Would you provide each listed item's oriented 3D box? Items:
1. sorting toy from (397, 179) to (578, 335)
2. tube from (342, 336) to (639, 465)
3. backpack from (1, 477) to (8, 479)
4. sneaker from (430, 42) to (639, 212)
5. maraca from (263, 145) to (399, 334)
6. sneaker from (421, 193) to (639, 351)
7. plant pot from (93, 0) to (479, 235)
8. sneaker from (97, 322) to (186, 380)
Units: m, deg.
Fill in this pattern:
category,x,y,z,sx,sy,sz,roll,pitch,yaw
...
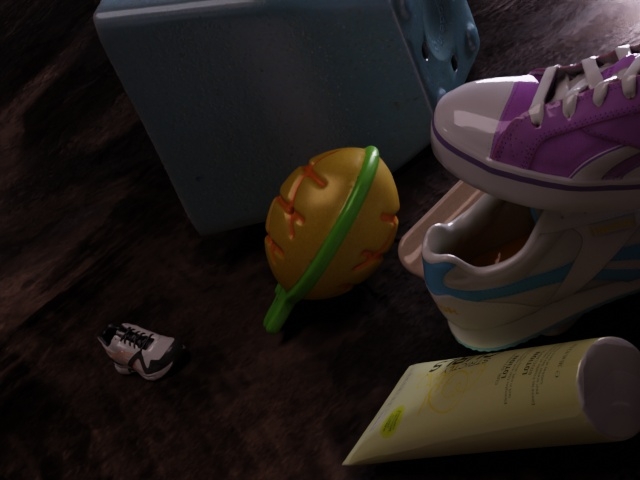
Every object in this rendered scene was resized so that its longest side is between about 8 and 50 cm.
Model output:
category,x,y,z,sx,sy,sz,roll,pitch,yaw
sorting toy,0.172,-0.022,1.232,0.193,0.038,0.208,-44,28,-9
tube,0.103,0.102,1.083,0.070,0.062,0.240,-4,-6,-34
backpack,-0.346,0.249,1.361,0.144,0.166,0.188,-17,29,46
sneaker,0.199,-0.100,1.010,0.282,0.161,0.102,5,43,16
maraca,0.000,0.000,1.380,0.185,0.099,0.127,-56,6,41
sneaker,0.173,-0.016,1.099,0.229,0.092,0.087,-31,46,1
plant pot,-0.004,-0.180,1.538,0.252,0.248,0.247,-5,38,26
sneaker,-0.160,0.095,1.512,0.109,0.044,0.040,-5,39,51
